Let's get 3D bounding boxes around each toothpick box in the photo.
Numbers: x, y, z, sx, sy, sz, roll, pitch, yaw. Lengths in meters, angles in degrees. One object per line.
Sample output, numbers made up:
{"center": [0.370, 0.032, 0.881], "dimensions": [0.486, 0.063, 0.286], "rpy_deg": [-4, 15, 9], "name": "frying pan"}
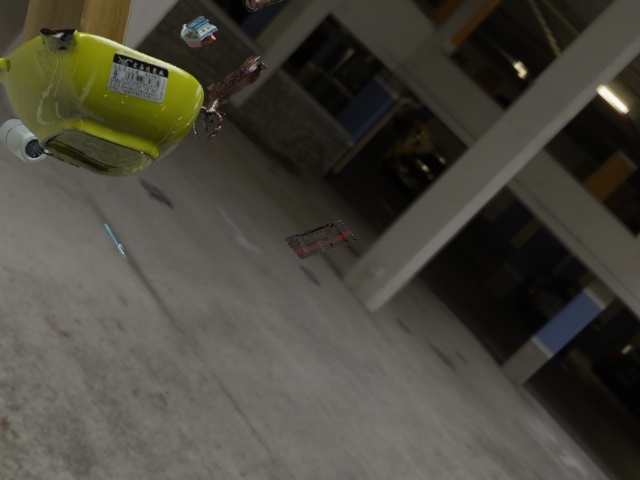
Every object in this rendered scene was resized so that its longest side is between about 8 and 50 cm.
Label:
{"center": [-0.480, -0.439, 1.848], "dimensions": [0.187, 0.308, 0.190], "rpy_deg": [11, -1, 23], "name": "toothpick box"}

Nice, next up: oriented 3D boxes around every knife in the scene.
{"center": [-0.370, 0.001, 1.680], "dimensions": [0.096, 0.010, 0.027], "rpy_deg": [50, -13, 36], "name": "knife"}

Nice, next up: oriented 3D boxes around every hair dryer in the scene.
{"center": [-0.396, -0.155, 1.376], "dimensions": [0.137, 0.047, 0.082], "rpy_deg": [-18, 32, -35], "name": "hair dryer"}

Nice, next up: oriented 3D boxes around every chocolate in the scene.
{"center": [0.000, 0.000, 2.311], "dimensions": [0.086, 0.182, 0.028], "rpy_deg": [53, 41, -28], "name": "chocolate"}

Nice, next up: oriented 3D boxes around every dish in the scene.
{"center": [-0.282, -0.156, 1.185], "dimensions": [0.262, 0.221, 0.108], "rpy_deg": [23, 62, -46], "name": "dish"}

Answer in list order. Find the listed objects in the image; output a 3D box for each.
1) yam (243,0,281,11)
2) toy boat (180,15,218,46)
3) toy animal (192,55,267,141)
{"center": [-0.060, -0.546, 1.990], "dimensions": [0.264, 0.046, 0.046], "rpy_deg": [-33, 73, -35], "name": "yam"}
{"center": [-0.302, -0.512, 2.274], "dimensions": [0.059, 0.069, 0.173], "rpy_deg": [60, -14, -24], "name": "toy boat"}
{"center": [-0.242, -0.381, 2.376], "dimensions": [0.087, 0.243, 0.260], "rpy_deg": [39, 11, -16], "name": "toy animal"}
